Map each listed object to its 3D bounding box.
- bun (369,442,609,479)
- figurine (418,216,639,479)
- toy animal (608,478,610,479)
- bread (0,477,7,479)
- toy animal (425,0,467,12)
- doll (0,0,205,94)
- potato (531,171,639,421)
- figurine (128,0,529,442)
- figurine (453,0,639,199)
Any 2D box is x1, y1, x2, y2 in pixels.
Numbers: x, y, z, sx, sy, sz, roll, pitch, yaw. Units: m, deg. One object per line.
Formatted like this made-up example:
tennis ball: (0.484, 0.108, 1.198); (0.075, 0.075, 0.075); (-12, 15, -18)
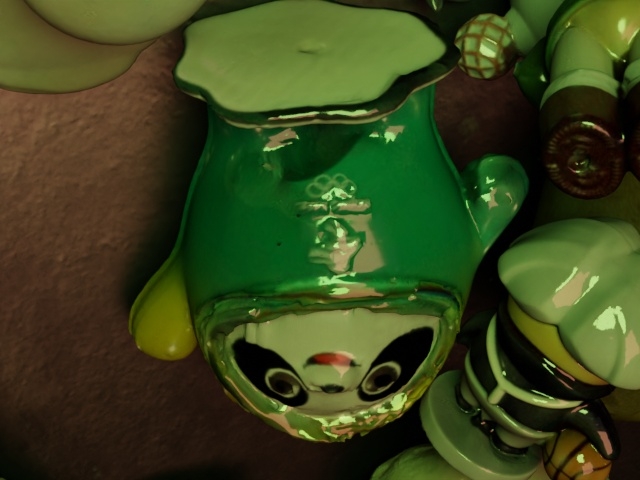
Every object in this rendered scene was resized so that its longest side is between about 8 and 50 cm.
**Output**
bun: (0.166, 0.292, 0.992); (0.287, 0.146, 0.287); (0, 124, 0)
figurine: (0.194, 0.096, 0.776); (0.133, 0.176, 0.236); (-22, 148, -48)
toy animal: (0.290, 0.198, 1.051); (0.255, 0.090, 0.170); (-23, 117, -16)
bread: (-0.394, 0.319, 0.694); (0.371, 0.279, 0.390); (-45, 123, 4)
toy animal: (0.001, -0.272, 0.679); (0.206, 0.081, 0.367); (-56, 131, -31)
doll: (-0.163, -0.185, 0.592); (0.250, 0.221, 0.221); (-13, 119, -8)
potato: (0.328, 0.004, 0.876); (0.269, 0.219, 0.359); (10, 111, 15)
figurine: (0.000, 0.000, 0.760); (0.323, 0.231, 0.340); (-3, 127, -3)
figurine: (0.226, -0.176, 0.719); (0.281, 0.370, 0.167); (-7, 130, 24)
